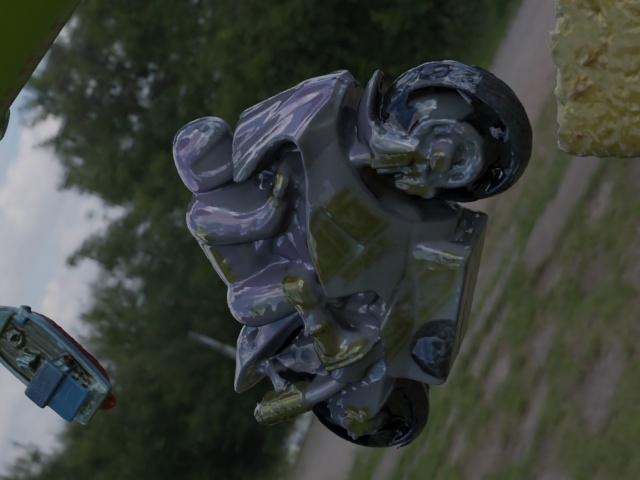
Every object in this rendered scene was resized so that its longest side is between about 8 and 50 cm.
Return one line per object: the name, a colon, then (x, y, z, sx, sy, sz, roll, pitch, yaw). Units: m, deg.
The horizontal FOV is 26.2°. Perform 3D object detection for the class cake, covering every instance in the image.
cake: (0.378, -0.217, 1.442, 0.286, 0.227, 0.222, -33, -57, -63)

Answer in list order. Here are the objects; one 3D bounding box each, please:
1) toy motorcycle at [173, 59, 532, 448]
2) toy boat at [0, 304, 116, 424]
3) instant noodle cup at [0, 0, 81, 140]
toy motorcycle: (0.000, 0.000, 0.622, 0.073, 0.152, 0.225, -59, -12, -49)
toy boat: (-0.283, 0.119, 1.387, 0.069, 0.173, 0.059, -55, -13, 19)
instant noodle cup: (-0.255, -0.257, 0.990, 0.308, 0.294, 0.294, -49, 8, 7)
